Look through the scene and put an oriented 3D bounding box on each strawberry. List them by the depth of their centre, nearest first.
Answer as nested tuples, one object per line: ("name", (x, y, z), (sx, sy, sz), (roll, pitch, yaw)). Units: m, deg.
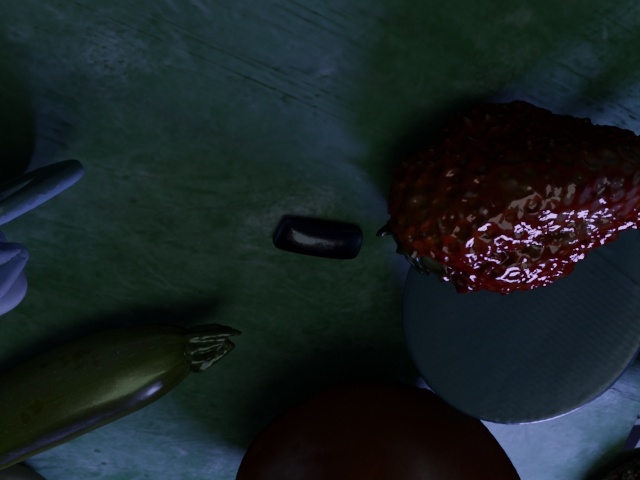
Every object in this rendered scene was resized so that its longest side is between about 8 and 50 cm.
("strawberry", (0.161, -0.031, 0.672), (0.236, 0.107, 0.175), (-35, 96, 21))

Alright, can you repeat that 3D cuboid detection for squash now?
("squash", (-0.233, 0.141, 0.782), (0.341, 0.094, 0.094), (-24, 131, 11))

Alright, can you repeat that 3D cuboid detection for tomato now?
("tomato", (0.061, 0.303, 0.840), (0.322, 0.321, 0.321), (-7, 131, -8))

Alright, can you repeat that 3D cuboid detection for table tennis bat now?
("table tennis bat", (0.211, 0.023, 0.748), (0.215, 0.044, 0.329), (40, 105, 8))

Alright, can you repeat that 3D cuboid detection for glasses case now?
("glasses case", (0.000, 0.000, 0.757), (0.083, 0.023, 0.033), (8, 130, -20))

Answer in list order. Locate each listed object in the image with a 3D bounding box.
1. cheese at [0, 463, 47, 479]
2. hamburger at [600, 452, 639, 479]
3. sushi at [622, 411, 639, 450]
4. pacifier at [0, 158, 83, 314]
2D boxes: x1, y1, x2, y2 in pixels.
("cheese", (-0.385, 0.332, 0.889), (0.235, 0.117, 0.218), (-11, 133, -6))
("hamburger", (0.459, 0.386, 1.152), (0.231, 0.106, 0.231), (-5, 124, -7))
("sushi", (0.453, 0.145, 0.974), (0.192, 0.050, 0.215), (-3, 126, -15))
("pacifier", (-0.322, -0.027, 0.553), (0.300, 0.244, 0.233), (-23, 101, 5))
